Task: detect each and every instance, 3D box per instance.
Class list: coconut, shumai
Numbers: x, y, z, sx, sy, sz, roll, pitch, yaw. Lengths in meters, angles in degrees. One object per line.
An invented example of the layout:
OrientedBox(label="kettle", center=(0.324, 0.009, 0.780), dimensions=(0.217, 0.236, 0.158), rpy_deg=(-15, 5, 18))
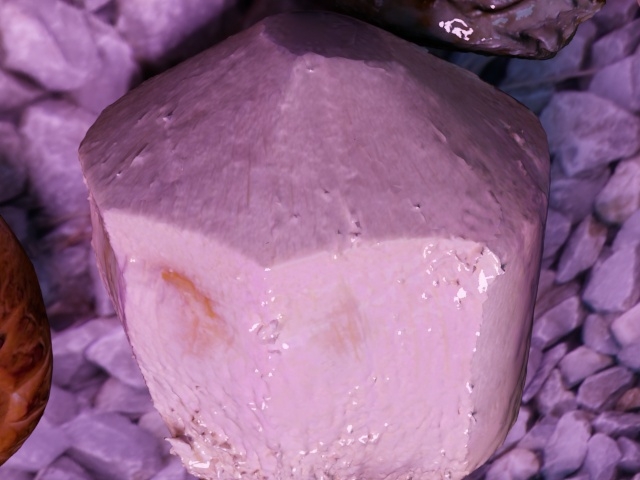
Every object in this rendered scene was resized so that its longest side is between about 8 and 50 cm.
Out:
OrientedBox(label="coconut", center=(0.000, 0.000, 0.928), dimensions=(0.297, 0.297, 0.309), rpy_deg=(-20, 131, -17))
OrientedBox(label="shumai", center=(0.102, -0.195, 0.952), dimensions=(0.184, 0.184, 0.142), rpy_deg=(8, 96, -35))

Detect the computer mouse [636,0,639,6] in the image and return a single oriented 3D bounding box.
OrientedBox(label="computer mouse", center=(0.321, -0.258, 1.065), dimensions=(0.145, 0.082, 0.236), rpy_deg=(20, 110, -39))

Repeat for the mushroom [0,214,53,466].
OrientedBox(label="mushroom", center=(-0.289, 0.070, 0.909), dimensions=(0.253, 0.153, 0.253), rpy_deg=(-9, 128, -12))
